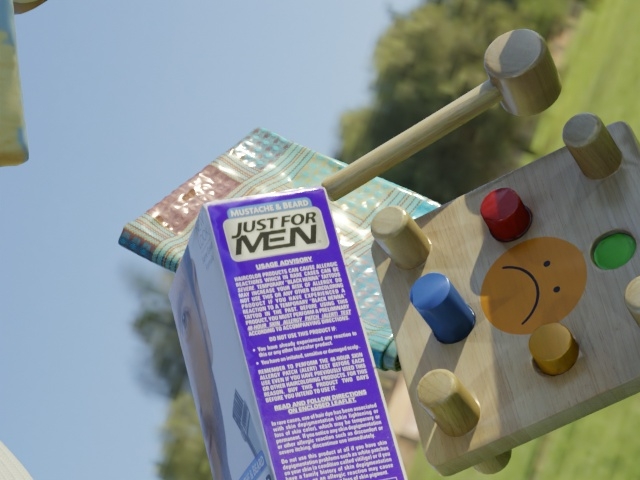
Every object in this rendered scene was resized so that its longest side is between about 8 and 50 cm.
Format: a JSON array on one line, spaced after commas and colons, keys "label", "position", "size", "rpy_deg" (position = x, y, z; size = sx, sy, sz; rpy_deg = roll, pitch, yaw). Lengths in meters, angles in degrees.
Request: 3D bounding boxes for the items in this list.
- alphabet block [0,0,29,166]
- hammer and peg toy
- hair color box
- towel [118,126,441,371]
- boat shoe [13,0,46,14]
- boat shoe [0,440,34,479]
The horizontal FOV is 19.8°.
[{"label": "alphabet block", "position": [-0.360, -0.141, 1.420], "size": [0.193, 0.197, 0.192], "rpy_deg": [-1, 96, 58]}, {"label": "hammer and peg toy", "position": [0.164, 0.008, 1.552], "size": [0.127, 0.266, 0.361], "rpy_deg": [50, -161, -45]}, {"label": "hair color box", "position": [-0.021, 0.151, 1.402], "size": [0.185, 0.110, 0.339], "rpy_deg": [118, 141, -62]}, {"label": "towel", "position": [0.000, 0.000, 2.024], "size": [0.271, 0.370, 0.040], "rpy_deg": [-40, -35, -41]}, {"label": "boat shoe", "position": [-0.196, -0.360, 1.678], "size": [0.342, 0.123, 0.123], "rpy_deg": [-41, 29, -3]}, {"label": "boat shoe", "position": [-0.427, 0.278, 2.133], "size": [0.119, 0.335, 0.121], "rpy_deg": [-45, -28, 7]}]
